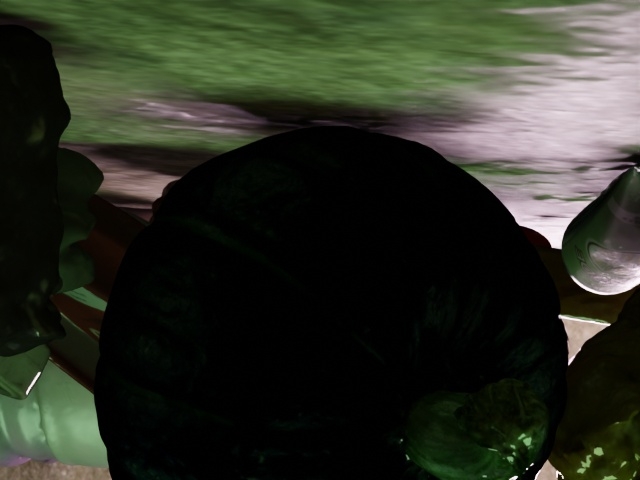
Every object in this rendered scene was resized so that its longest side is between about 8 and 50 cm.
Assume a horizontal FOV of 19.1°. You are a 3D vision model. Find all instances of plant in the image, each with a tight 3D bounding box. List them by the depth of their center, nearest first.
[{"bbox_3d":[-0.162,-0.018,0.723,0.129,0.132,0.194,6,-171,25],"label":"plant"}]

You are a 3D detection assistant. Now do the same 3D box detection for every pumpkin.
[{"bbox_3d":[0.024,0.074,0.920,0.248,0.248,0.248,4,176,0],"label":"pumpkin"}]

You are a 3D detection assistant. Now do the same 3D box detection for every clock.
[{"bbox_3d":[-0.110,0.048,1.216,0.318,0.080,0.318,33,163,11],"label":"clock"}]

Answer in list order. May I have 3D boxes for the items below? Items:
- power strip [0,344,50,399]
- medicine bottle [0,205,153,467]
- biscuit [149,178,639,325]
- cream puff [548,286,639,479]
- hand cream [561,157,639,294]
[{"bbox_3d":[-0.261,0.026,1.204,0.080,0.048,0.286,17,161,34],"label":"power strip"},{"bbox_3d":[-0.270,0.070,1.497,0.326,0.212,0.212,2,176,10],"label":"medicine bottle"},{"bbox_3d":[0.093,0.010,1.310,0.283,0.064,0.432,8,179,45],"label":"biscuit"},{"bbox_3d":[0.236,0.096,1.028,0.196,0.244,0.244,41,-176,13],"label":"cream puff"},{"bbox_3d":[0.185,-0.012,1.067,0.086,0.055,0.235,1,169,-8],"label":"hand cream"}]
